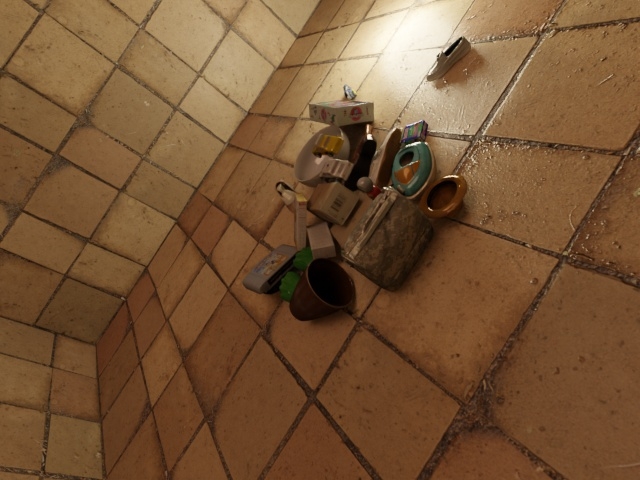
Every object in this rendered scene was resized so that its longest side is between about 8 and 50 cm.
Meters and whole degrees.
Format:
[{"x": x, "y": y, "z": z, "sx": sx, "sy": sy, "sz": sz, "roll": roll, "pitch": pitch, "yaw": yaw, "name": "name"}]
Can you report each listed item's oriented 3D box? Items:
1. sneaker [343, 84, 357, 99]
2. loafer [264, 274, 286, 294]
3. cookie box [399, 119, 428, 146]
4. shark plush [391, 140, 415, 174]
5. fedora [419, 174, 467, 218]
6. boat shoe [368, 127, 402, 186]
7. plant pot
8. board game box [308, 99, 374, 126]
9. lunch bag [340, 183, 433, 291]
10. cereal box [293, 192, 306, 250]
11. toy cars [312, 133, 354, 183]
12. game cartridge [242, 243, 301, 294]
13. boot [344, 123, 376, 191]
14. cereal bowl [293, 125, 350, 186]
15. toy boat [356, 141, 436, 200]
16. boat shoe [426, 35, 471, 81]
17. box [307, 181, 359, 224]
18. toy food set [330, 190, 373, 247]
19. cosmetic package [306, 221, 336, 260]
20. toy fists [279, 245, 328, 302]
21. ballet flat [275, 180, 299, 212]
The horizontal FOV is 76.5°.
[{"x": 0.157, "y": -0.858, "z": 2.353, "sx": 0.059, "sy": 0.053, "sz": 0.144, "roll": -48, "pitch": 35, "yaw": 16, "name": "sneaker"}, {"x": -0.219, "y": 0.204, "z": 1.940, "sx": 0.223, "sy": 0.076, "sz": 0.078, "roll": -18, "pitch": 45, "yaw": 36, "name": "loafer"}, {"x": 0.401, "y": -0.458, "z": 1.749, "sx": 0.107, "sy": 0.040, "sz": 0.092, "roll": -8, "pitch": 57, "yaw": 48, "name": "cookie box"}, {"x": 0.349, "y": -0.348, "z": 1.716, "sx": 0.067, "sy": 0.073, "sz": 0.161, "roll": 41, "pitch": 92, "yaw": 25, "name": "shark plush"}, {"x": 0.439, "y": -0.139, "z": 1.414, "sx": 0.194, "sy": 0.079, "sz": 0.194, "roll": -34, "pitch": 32, "yaw": 25, "name": "fedora"}, {"x": 0.274, "y": -0.365, "z": 1.777, "sx": 0.096, "sy": 0.098, "sz": 0.277, "roll": 9, "pitch": 71, "yaw": 53, "name": "boat shoe"}, {"x": -0.021, "y": 0.220, "z": 1.597, "sx": 0.230, "sy": 0.215, "sz": 0.215, "roll": -46, "pitch": 34, "yaw": 38, "name": "plant pot"}, {"x": 0.105, "y": -0.669, "z": 2.115, "sx": 0.303, "sy": 0.224, "sz": 0.097, "roll": 36, "pitch": 137, "yaw": 54, "name": "board game box"}, {"x": 0.219, "y": -0.011, "z": 1.381, "sx": 0.212, "sy": 0.256, "sz": 0.305, "roll": 35, "pitch": 89, "yaw": 32, "name": "lunch bag"}, {"x": -0.096, "y": -0.090, "z": 1.898, "sx": 0.173, "sy": 0.047, "sz": 0.240, "roll": -116, "pitch": 25, "yaw": -70, "name": "cereal box"}, {"x": 0.034, "y": -0.384, "z": 1.847, "sx": 0.176, "sy": 0.087, "sz": 0.394, "roll": -40, "pitch": 38, "yaw": 24, "name": "toy cars"}, {"x": -0.228, "y": 0.128, "z": 1.931, "sx": 0.297, "sy": 0.062, "sz": 0.198, "roll": -44, "pitch": 33, "yaw": -25, "name": "game cartridge"}, {"x": 0.176, "y": -0.384, "z": 1.875, "sx": 0.280, "sy": 0.096, "sz": 0.264, "roll": -86, "pitch": 10, "yaw": -63, "name": "boot"}, {"x": 0.025, "y": -0.409, "z": 2.074, "sx": 0.339, "sy": 0.141, "sz": 0.339, "roll": -31, "pitch": 41, "yaw": 32, "name": "cereal bowl"}, {"x": 0.302, "y": -0.251, "z": 1.609, "sx": 0.318, "sy": 0.148, "sz": 0.267, "roll": -26, "pitch": 45, "yaw": 35, "name": "toy boat"}, {"x": 0.556, "y": -0.813, "z": 1.811, "sx": 0.227, "sy": 0.081, "sz": 0.079, "roll": -39, "pitch": 38, "yaw": 23, "name": "boat shoe"}, {"x": 0.042, "y": -0.165, "z": 1.796, "sx": 0.148, "sy": 0.121, "sz": 0.311, "roll": -59, "pitch": 15, "yaw": -3, "name": "box"}, {"x": 0.169, "y": -0.060, "z": 1.686, "sx": 0.220, "sy": 0.092, "sz": 0.306, "roll": -52, "pitch": 28, "yaw": 10, "name": "toy food set"}, {"x": 0.000, "y": 0.000, "z": 1.771, "sx": 0.099, "sy": 0.060, "sz": 0.239, "roll": -10, "pitch": 28, "yaw": -2, "name": "cosmetic package"}, {"x": -0.078, "y": 0.149, "z": 1.795, "sx": 0.142, "sy": 0.096, "sz": 0.279, "roll": 20, "pitch": 78, "yaw": 42, "name": "toy fists"}, {"x": -0.178, "y": -0.242, "z": 2.215, "sx": 0.107, "sy": 0.106, "sz": 0.316, "roll": -52, "pitch": 35, "yaw": 6, "name": "ballet flat"}]
